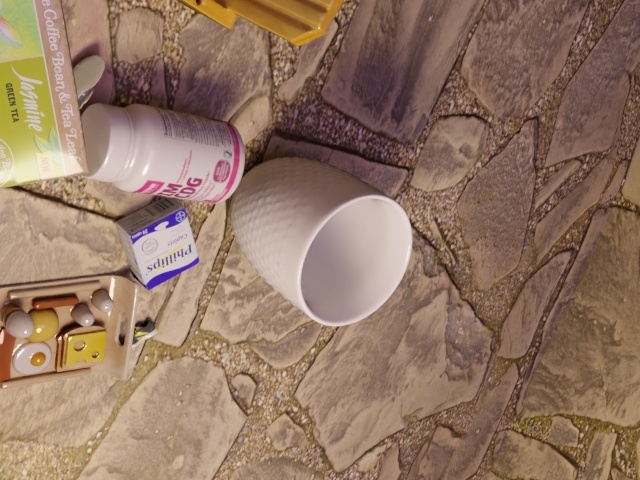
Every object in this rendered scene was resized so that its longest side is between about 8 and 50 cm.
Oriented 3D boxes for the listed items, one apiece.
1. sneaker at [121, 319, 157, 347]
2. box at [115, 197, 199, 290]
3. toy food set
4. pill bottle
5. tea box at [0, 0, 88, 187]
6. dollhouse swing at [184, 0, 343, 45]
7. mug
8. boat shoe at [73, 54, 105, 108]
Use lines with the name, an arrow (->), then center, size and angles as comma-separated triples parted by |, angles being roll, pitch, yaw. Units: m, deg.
sneaker -> -0.373, 0.190, 2.143 | 0.083, 0.031, 0.035 | -31, 116, -28
box -> -0.316, 0.004, 2.056 | 0.126, 0.072, 0.137 | -29, 129, -23
toy food set -> -0.496, 0.192, 1.996 | 0.306, 0.092, 0.220 | -6, 116, -37
pill bottle -> -0.293, -0.161, 1.924 | 0.283, 0.160, 0.160 | 7, 108, -40
tea box -> -0.538, -0.261, 1.576 | 0.323, 0.220, 0.329 | -12, 122, -14
dollhouse swing -> -0.126, -0.542, 1.756 | 0.315, 0.305, 0.347 | 25, 97, -44
mug -> 0.000, 0.000, 2.132 | 0.276, 0.328, 0.374 | -51, 135, -5
boat shoe -> -0.422, -0.264, 1.847 | 0.137, 0.049, 0.043 | -57, 177, -3
